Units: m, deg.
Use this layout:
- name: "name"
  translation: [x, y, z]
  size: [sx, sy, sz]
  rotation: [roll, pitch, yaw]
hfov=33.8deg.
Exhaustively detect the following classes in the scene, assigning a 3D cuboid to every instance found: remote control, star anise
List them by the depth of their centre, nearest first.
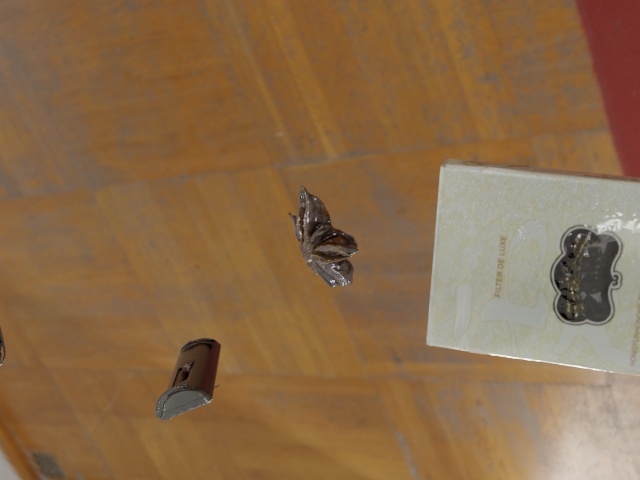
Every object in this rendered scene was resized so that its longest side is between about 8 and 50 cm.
- name: "remote control"
  translation: [-0.074, 0.075, 0.600]
  size: [0.034, 0.091, 0.016]
  rotation: [-24, 103, 4]
- name: "star anise"
  translation: [0.001, 0.009, 1.274]
  size: [0.124, 0.056, 0.129]
  rotation: [50, 155, 23]

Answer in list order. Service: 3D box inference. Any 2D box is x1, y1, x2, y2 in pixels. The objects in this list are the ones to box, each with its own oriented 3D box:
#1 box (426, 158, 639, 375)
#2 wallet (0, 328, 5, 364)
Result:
- name: "box"
  translation: [0.134, 0.016, 0.479]
  size: [0.167, 0.024, 0.090]
  rotation: [7, 105, 15]
- name: "wallet"
  translation: [-0.501, 0.029, 1.298]
  size: [0.318, 0.045, 0.172]
  rotation: [23, 128, 36]
